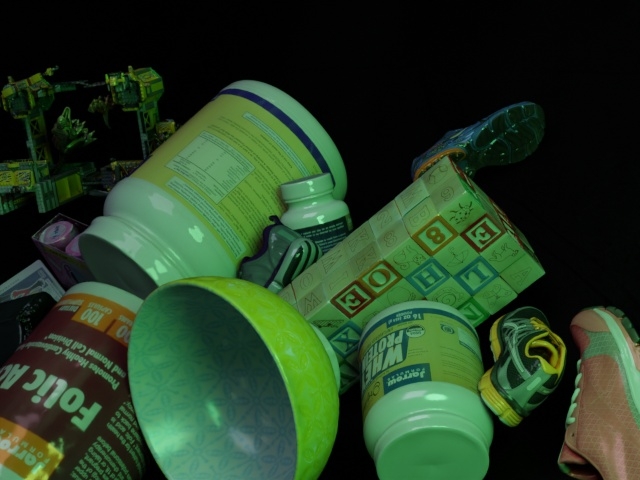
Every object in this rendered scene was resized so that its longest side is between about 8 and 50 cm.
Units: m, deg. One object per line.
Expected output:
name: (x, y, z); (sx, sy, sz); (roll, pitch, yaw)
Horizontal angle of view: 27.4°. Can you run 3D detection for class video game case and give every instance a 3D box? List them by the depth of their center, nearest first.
video game case: (-0.472, 0.125, 2.010); (0.183, 0.023, 0.201); (-35, 37, -12)

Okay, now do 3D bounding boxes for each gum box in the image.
gum box: (-0.338, 0.037, 1.966); (0.188, 0.107, 0.062); (20, 55, 44)

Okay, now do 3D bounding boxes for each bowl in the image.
bowl: (-0.072, 0.165, 1.490); (0.289, 0.289, 0.156); (14, 24, 42)

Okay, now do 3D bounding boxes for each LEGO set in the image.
LEGO set: (-0.406, -0.156, 2.120); (0.331, 0.255, 0.192); (7, 19, 22)

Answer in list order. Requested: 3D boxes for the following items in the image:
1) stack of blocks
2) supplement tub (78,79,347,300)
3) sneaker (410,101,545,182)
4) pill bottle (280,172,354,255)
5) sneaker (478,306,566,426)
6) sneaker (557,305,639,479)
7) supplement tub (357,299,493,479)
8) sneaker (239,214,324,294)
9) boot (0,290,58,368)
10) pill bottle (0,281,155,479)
stack of blocks: (0.102, 0.058, 1.616); (0.297, 0.171, 0.087); (-39, 33, 14)
supplement tub: (-0.149, -0.039, 1.833); (0.241, 0.241, 0.331); (18, 54, 44)
sneaker: (0.220, -0.139, 1.875); (0.221, 0.083, 0.087); (-27, 28, -7)
pill bottle: (0.000, 0.000, 1.738); (0.094, 0.169, 0.094); (-14, 8, 2)
sneaker: (0.240, 0.129, 1.479); (0.083, 0.084, 0.215); (-44, 9, 26)
sneaker: (0.303, 0.186, 1.389); (0.136, 0.116, 0.314); (-24, 36, 5)
supplement tub: (0.118, 0.180, 1.481); (0.144, 0.144, 0.199); (-18, 36, 11)
sneaker: (-0.079, 0.080, 1.708); (0.098, 0.083, 0.223); (41, 107, 38)
boot: (-0.468, 0.113, 1.919); (0.207, 0.094, 0.246); (-16, 43, 19)
pill bottle: (-0.330, 0.258, 1.587); (0.224, 0.224, 0.392); (6, 47, 36)
